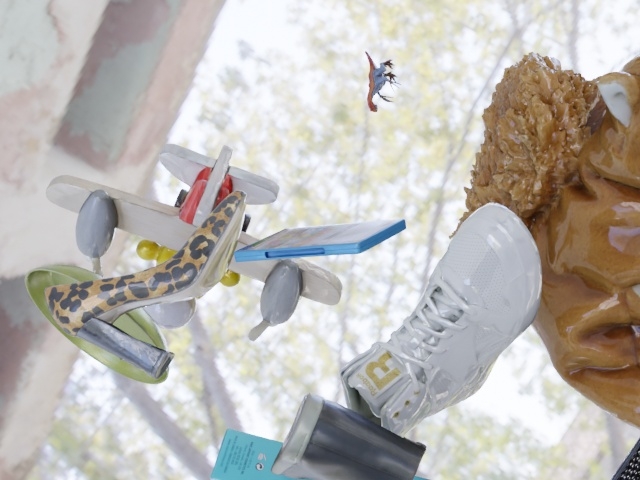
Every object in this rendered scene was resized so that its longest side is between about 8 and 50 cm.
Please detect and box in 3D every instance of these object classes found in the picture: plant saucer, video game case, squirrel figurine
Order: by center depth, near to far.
[{"bbox_3d":[0.314,-0.065,1.311,0.281,0.397,0.370,-34,-42,-32],"label":"squirrel figurine"},{"bbox_3d":[0.000,0.000,1.371,0.119,0.166,0.015,-27,-71,-57],"label":"video game case"},{"bbox_3d":[-0.300,0.109,1.644,0.037,0.241,0.241,-55,-19,-29],"label":"plant saucer"}]

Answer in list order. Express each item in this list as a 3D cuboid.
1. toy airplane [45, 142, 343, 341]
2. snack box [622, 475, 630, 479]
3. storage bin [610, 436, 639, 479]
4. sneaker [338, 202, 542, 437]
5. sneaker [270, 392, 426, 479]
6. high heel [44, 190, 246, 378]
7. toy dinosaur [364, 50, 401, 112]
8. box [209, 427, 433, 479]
[{"bbox_3d":[-0.204,0.013,1.924,0.384,0.386,0.272,40,-116,-46],"label":"toy airplane"},{"bbox_3d":[0.457,0.365,1.643,0.022,0.064,0.178,-17,-3,-10],"label":"snack box"},{"bbox_3d":[0.401,0.294,1.340,0.084,0.122,0.180,19,-74,-48],"label":"storage bin"},{"bbox_3d":[0.110,0.102,1.177,0.169,0.108,0.293,-28,-32,-31],"label":"sneaker"},{"bbox_3d":[0.024,0.201,1.095,0.222,0.118,0.083,106,-171,-81],"label":"sneaker"},{"bbox_3d":[-0.218,0.019,1.481,0.261,0.186,0.093,-60,-13,-11],"label":"high heel"},{"bbox_3d":[0.077,-0.216,1.670,0.082,0.090,0.047,-44,-33,-34],"label":"toy dinosaur"},{"bbox_3d":[0.014,0.266,1.231,0.100,0.244,0.060,87,-163,-61],"label":"box"}]
